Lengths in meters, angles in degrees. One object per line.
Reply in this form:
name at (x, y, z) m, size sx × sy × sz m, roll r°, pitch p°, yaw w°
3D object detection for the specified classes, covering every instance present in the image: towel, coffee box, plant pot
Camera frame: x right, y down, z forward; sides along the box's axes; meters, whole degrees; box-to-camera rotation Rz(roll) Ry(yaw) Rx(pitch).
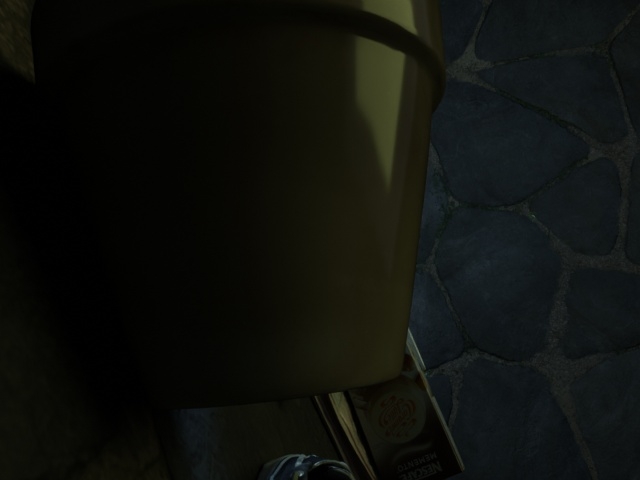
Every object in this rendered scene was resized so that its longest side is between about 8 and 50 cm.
towel at (0.049, 0.316, 1.088) m, size 0.332 × 0.053 × 0.317 m, roll -83°, pitch 149°, yaw -79°
coffee box at (0.149, 0.323, 1.007) m, size 0.246 × 0.141 × 0.098 m, roll 67°, pitch 7°, yaw 22°
plant pot at (-0.046, -0.023, 0.438) m, size 0.323 × 0.323 × 0.280 m, roll 44°, pitch 38°, yaw -77°

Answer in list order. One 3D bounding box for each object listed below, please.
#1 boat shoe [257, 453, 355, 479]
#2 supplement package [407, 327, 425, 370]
boat shoe at (-0.009, 0.242, 0.491) m, size 0.301 × 0.102 × 0.108 m, roll 52°, pitch 14°, yaw -70°
supplement package at (0.158, 0.290, 1.509) m, size 0.262 × 0.198 × 0.199 m, roll 40°, pitch 26°, yaw -79°
